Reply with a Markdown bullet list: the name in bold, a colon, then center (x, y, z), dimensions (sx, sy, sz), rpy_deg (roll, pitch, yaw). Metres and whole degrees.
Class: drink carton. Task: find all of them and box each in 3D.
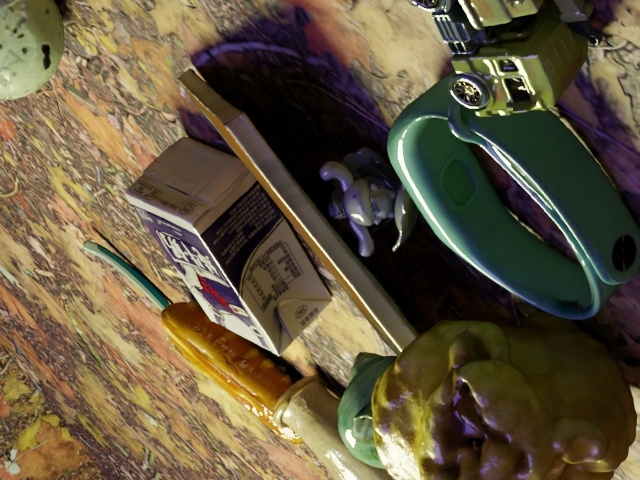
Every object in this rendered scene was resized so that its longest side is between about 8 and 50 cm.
- **drink carton**: center (-0.097, 0.007, 1.829), dimensions (0.134, 0.102, 0.222), rpy_deg (21, 151, 45)

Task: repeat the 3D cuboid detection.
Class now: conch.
- **conch**: center (0.093, 0.187, 1.733), dimensions (0.188, 0.122, 0.176), rpy_deg (14, 177, 45)

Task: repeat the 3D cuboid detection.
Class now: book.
- **book**: center (0.000, 0.000, 1.608), dimensions (0.374, 0.028, 0.262), rpy_deg (52, 177, -20)

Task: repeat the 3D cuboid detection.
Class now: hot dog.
- **hot dog**: center (-0.103, 0.175, 2.217), dimensions (0.269, 0.072, 0.115), rpy_deg (38, 159, 15)

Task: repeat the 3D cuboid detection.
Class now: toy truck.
- **toy truck**: center (0.119, -0.161, 1.081), dimensions (0.100, 0.077, 0.169), rpy_deg (5, 135, 42)

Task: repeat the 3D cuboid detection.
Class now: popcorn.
- **popcorn**: center (0.150, 0.166, 1.430), dimensions (0.226, 0.203, 0.200), rpy_deg (19, 127, 7)

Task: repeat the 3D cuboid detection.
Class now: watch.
- **watch**: center (0.145, -0.036, 1.287), dimensions (0.195, 0.068, 0.237), rpy_deg (18, 148, 51)

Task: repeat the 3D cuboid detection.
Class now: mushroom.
- **mushroom**: center (0.048, 0.272, 2.073), dimensions (0.247, 0.096, 0.108), rpy_deg (47, 162, 9)

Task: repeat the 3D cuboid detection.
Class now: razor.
- **razor**: center (-0.264, 0.064, 2.375), dimensions (0.191, 0.037, 0.068), rpy_deg (45, 165, 7)

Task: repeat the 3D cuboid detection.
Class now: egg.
- **egg**: center (-0.342, -0.228, 1.802), dimensions (0.131, 0.131, 0.164), rpy_deg (38, 152, 19)

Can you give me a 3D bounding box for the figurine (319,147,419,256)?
- **figurine**: center (0.043, -0.032, 1.478), dimensions (0.086, 0.082, 0.094), rpy_deg (7, 105, 13)
